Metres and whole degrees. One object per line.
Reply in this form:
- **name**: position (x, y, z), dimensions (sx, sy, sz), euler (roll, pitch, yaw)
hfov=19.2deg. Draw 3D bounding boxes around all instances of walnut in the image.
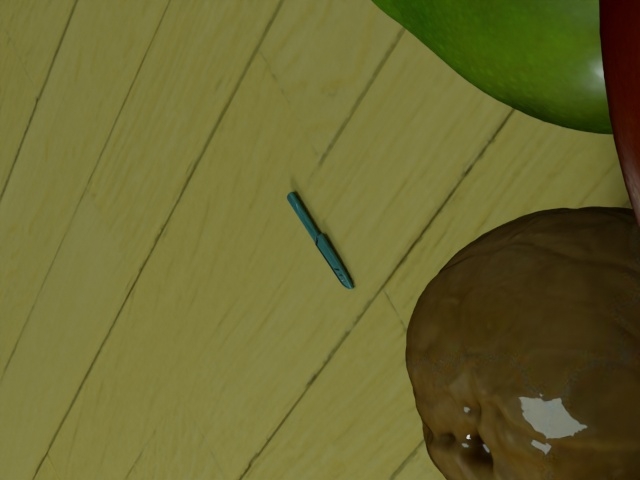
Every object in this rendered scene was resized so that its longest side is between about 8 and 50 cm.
- **walnut**: position (0.146, 0.078, 0.997), dimensions (0.221, 0.195, 0.195), euler (8, 111, 53)

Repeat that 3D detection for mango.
- **mango**: position (0.119, -0.153, 0.960), dimensions (0.343, 0.156, 0.192), euler (15, 109, 59)

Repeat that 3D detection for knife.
- **knife**: position (0.000, 0.000, 1.368), dimensions (0.091, 0.005, 0.014), euler (58, 148, 23)

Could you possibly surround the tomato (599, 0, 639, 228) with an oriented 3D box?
- **tomato**: position (0.239, -0.085, 0.702), dimensions (0.298, 0.298, 0.226), euler (114, 146, -48)
